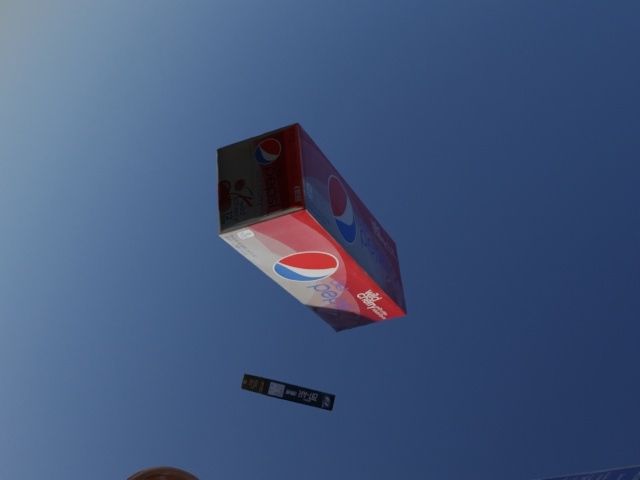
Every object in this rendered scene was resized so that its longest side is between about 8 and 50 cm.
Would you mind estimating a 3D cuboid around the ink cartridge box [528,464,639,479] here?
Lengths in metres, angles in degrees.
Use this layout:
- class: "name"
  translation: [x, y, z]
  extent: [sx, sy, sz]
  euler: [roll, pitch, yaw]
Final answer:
- class: "ink cartridge box"
  translation: [0.205, 0.300, 0.811]
  extent: [0.307, 0.303, 0.072]
  euler: [-22, -95, 41]

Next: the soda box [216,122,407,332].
- class: "soda box"
  translation: [0.000, 0.000, 0.817]
  extent: [0.083, 0.263, 0.092]
  euler: [-16, -119, 19]

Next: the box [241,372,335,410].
- class: "box"
  translation: [-0.036, 0.164, 0.925]
  extent: [0.067, 0.083, 0.018]
  euler: [-7, -113, 62]

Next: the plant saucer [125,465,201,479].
- class: "plant saucer"
  translation: [-0.174, 0.356, 0.955]
  extent: [0.037, 0.200, 0.200]
  euler: [-30, -143, 33]
